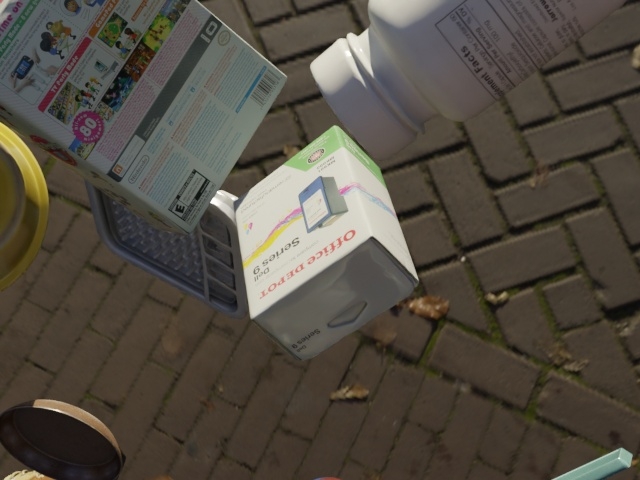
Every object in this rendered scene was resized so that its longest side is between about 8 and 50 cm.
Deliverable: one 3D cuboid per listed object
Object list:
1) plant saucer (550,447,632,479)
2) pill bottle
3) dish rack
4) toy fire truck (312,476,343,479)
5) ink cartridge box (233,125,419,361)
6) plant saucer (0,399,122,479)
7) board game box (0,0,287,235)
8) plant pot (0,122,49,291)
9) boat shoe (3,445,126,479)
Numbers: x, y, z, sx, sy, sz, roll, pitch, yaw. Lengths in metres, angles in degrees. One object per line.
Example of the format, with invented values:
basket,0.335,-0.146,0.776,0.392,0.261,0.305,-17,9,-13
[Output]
plant saucer,0.295,0.307,1.215,0.192,0.067,0.018,-30,82,18
pill bottle,0.111,-0.170,0.777,0.229,0.131,0.131,-37,72,15
dish rack,-0.247,-0.029,1.655,0.333,0.285,0.072,25,54,20
toy fire truck,-0.030,0.281,0.573,0.302,0.169,0.253,-11,87,-11
ink cartridge box,0.000,0.000,1.036,0.154,0.093,0.212,-35,37,17
plant saucer,-0.326,0.252,1.240,0.168,0.168,0.029,15,46,4
board game box,-0.220,-0.180,1.087,0.303,0.097,0.224,38,76,-29
plant pot,-0.441,-0.045,1.153,0.254,0.239,0.254,1,87,-23
boat shoe,-0.461,0.417,1.543,0.324,0.122,0.120,-41,61,-12
